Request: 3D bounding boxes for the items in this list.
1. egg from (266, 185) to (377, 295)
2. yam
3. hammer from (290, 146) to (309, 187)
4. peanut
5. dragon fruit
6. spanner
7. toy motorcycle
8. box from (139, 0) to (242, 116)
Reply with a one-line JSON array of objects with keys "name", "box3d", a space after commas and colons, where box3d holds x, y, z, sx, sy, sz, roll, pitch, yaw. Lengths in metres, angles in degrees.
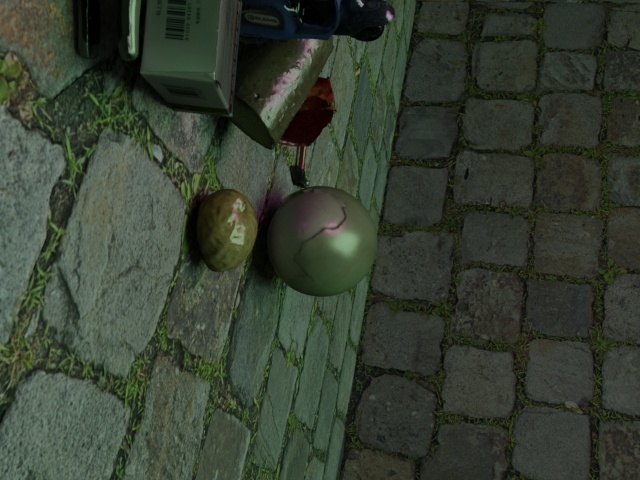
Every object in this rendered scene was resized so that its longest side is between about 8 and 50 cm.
[{"name": "egg", "box3d": [0.000, 0.000, 1.654, 0.336, 0.278, 0.279, 30, 67, -75]}, {"name": "yam", "box3d": [-0.093, -0.330, 1.325, 0.268, 0.161, 0.161, -60, 158, -17]}, {"name": "hammer", "box3d": [-0.044, -0.296, 1.858, 0.111, 0.033, 0.288, 19, 76, -76]}, {"name": "peanut", "box3d": [-0.180, -0.022, 1.273, 0.141, 0.109, 0.159, -74, 167, -65]}, {"name": "dragon fruit", "box3d": [-0.069, -0.307, 1.510, 0.274, 0.161, 0.126, 145, -63, -73]}, {"name": "spanner", "box3d": [-0.264, -0.393, 0.829, 0.040, 0.095, 0.325, -32, 127, -71]}, {"name": "toy motorcycle", "box3d": [-0.045, -0.438, 1.164, 0.213, 0.358, 0.125, 84, 15, -68]}, {"name": "box", "box3d": [-0.185, -0.312, 0.996, 0.299, 0.106, 0.200, -159, -106, -86]}]
